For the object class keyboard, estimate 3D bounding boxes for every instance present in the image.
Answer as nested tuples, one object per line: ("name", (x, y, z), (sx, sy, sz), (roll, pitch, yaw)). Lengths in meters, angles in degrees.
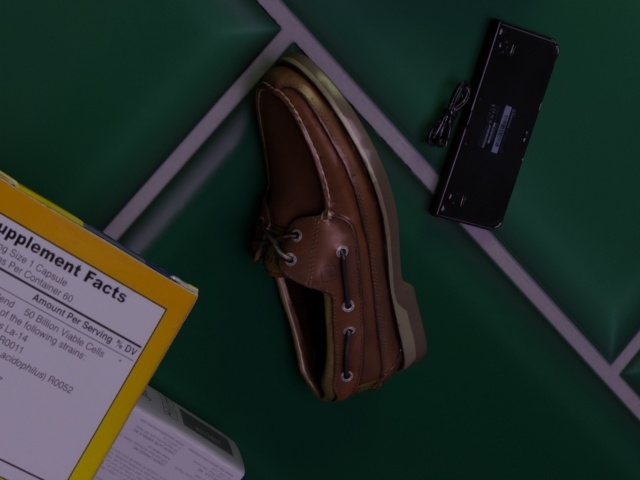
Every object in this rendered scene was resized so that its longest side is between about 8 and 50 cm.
("keyboard", (0.141, -0.103, 1.574), (0.108, 0.023, 0.180), (13, 98, -37))

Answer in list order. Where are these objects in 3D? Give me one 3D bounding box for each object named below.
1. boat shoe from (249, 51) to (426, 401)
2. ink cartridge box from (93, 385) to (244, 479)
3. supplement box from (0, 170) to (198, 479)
("boat shoe", (0.000, 0.000, 1.474), (0.104, 0.110, 0.307), (-30, 117, -19))
("ink cartridge box", (-0.207, 0.214, 1.473), (0.232, 0.066, 0.189), (-44, 123, 14))
("supplement box", (-0.285, 0.127, 1.295), (0.194, 0.195, 0.357), (34, 84, -32))
